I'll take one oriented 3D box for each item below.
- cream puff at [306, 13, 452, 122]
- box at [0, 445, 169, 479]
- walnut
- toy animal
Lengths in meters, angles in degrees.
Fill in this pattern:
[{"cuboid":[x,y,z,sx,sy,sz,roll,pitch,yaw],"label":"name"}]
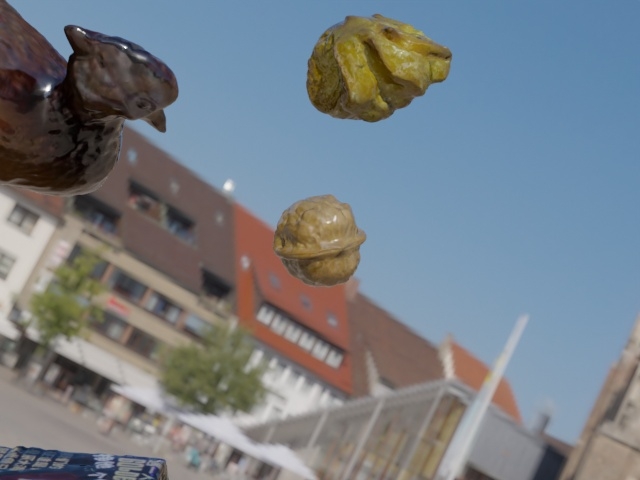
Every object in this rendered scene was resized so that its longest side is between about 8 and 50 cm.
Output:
[{"cuboid":[0.027,-0.098,0.728,0.058,0.083,0.083,53,22,-16],"label":"cream puff"},{"cuboid":[-0.250,0.174,0.687,0.310,0.084,0.198,4,12,5],"label":"box"},{"cuboid":[0.000,0.000,1.164,0.082,0.079,0.096,-13,13,-19],"label":"walnut"},{"cuboid":[-0.161,-0.085,0.588,0.179,0.089,0.188,-14,-46,45],"label":"toy animal"}]
